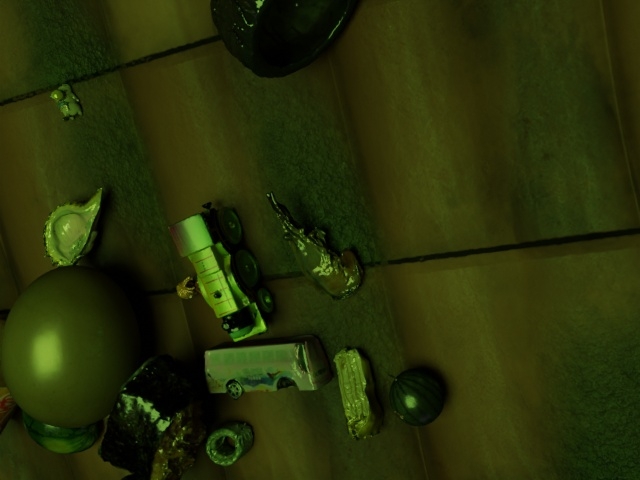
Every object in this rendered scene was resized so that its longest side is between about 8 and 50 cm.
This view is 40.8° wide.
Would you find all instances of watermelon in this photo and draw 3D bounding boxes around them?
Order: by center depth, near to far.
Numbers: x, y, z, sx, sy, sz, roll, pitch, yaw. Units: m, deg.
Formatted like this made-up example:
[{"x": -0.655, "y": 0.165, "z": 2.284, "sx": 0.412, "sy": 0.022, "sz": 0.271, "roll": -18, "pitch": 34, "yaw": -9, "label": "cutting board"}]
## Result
[{"x": 0.175, "y": 0.293, "z": 1.654, "sx": 0.133, "sy": 0.105, "sz": 0.105, "roll": 45, "pitch": 121, "yaw": -11, "label": "watermelon"}, {"x": -0.663, "y": 0.437, "z": 2.129, "sx": 0.232, "sy": 0.127, "sz": 0.204, "roll": 30, "pitch": 123, "yaw": 22, "label": "watermelon"}]

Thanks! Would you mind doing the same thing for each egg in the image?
[{"x": -0.551, "y": 0.235, "z": 1.906, "sx": 0.301, "sy": 0.301, "sz": 0.374, "roll": 13, "pitch": 118, "yaw": 24, "label": "egg"}]

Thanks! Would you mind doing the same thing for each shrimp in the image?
[{"x": -0.006, "y": -0.001, "z": 1.694, "sx": 0.117, "sy": 0.066, "sz": 0.262, "roll": -24, "pitch": 107, "yaw": 16, "label": "shrimp"}]

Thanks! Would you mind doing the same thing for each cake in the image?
[{"x": 0.092, "y": 0.312, "z": 1.748, "sx": 0.080, "sy": 0.116, "sz": 0.185, "roll": -27, "pitch": 59, "yaw": 27, "label": "cake"}]

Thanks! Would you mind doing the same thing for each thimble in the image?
[{"x": -0.201, "y": 0.451, "z": 1.926, "sx": 0.084, "sy": 0.062, "sz": 0.110, "roll": 50, "pitch": 120, "yaw": 8, "label": "thimble"}]

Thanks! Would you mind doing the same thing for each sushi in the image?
[{"x": -0.344, "y": 0.394, "z": 1.894, "sx": 0.207, "sy": 0.234, "sz": 0.348, "roll": 35, "pitch": 141, "yaw": 11, "label": "sushi"}]

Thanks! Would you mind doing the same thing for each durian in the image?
[{"x": -0.543, "y": -0.036, "z": 1.962, "sx": 0.224, "sy": 0.078, "sz": 0.140, "roll": -47, "pitch": 69, "yaw": 19, "label": "durian"}]

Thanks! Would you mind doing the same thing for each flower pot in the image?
[{"x": -0.109, "y": -0.464, "z": 1.513, "sx": 0.267, "sy": 0.266, "sz": 0.266, "roll": 45, "pitch": 120, "yaw": 23, "label": "flower pot"}]

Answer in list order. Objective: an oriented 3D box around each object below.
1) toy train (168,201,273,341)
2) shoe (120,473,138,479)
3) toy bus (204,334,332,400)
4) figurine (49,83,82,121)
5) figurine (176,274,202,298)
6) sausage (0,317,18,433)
[{"x": -0.195, "y": 0.068, "z": 1.758, "sx": 0.100, "sy": 0.160, "sz": 0.296, "roll": -22, "pitch": 94, "yaw": 24, "label": "toy train"}, {"x": -0.454, "y": 0.719, "z": 2.107, "sx": 0.149, "sy": 0.109, "sz": 0.293, "roll": -22, "pitch": 98, "yaw": 25, "label": "shoe"}, {"x": -0.116, "y": 0.267, "z": 1.814, "sx": 0.274, "sy": 0.090, "sz": 0.112, "roll": -8, "pitch": 95, "yaw": 28, "label": "toy bus"}, {"x": -0.566, "y": -0.305, "z": 1.906, "sx": 0.047, "sy": 0.050, "sz": 0.083, "roll": -24, "pitch": 93, "yaw": 25, "label": "figurine"}, {"x": -0.265, "y": 0.096, "z": 1.870, "sx": 0.109, "sy": 0.047, "sz": 0.064, "roll": -18, "pitch": 67, "yaw": 24, "label": "figurine"}, {"x": -0.855, "y": 0.362, "z": 2.150, "sx": 0.233, "sy": 0.233, "sz": 0.287, "roll": 45, "pitch": 120, "yaw": 10, "label": "sausage"}]
